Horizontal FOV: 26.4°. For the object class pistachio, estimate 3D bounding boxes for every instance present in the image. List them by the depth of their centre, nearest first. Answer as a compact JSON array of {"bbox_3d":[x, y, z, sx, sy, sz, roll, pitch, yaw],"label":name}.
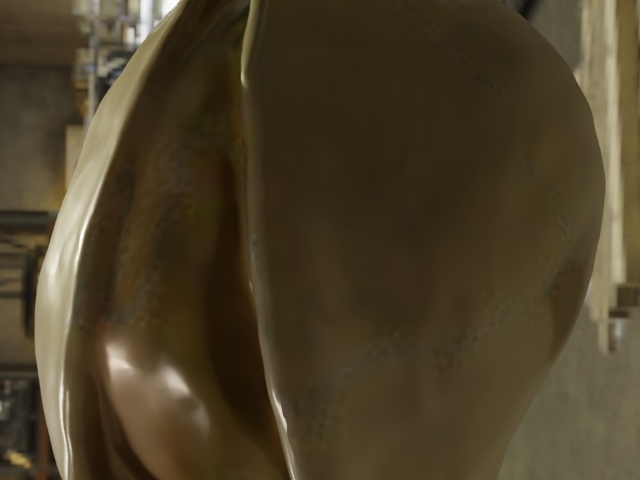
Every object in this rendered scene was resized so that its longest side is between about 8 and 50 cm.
[{"bbox_3d":[0.000,0.000,0.568,0.321,0.229,0.238,-74,-33,-45],"label":"pistachio"}]
